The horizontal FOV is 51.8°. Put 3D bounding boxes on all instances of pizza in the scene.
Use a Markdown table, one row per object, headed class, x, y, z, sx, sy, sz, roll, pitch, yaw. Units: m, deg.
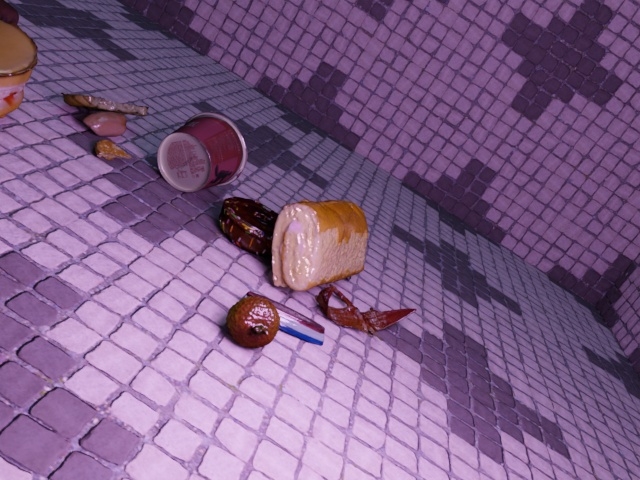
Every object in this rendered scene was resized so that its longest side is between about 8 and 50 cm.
| class | x | y | z | sx | sy | sz | roll | pitch | yaw |
| --- | --- | --- | --- | --- | --- | --- | --- | --- | --- |
| pizza | -0.582 | -0.244 | 1.850 | 0.109 | 0.026 | 0.123 | 21 | 22 | -19 |

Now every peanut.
| class | x | y | z | sx | sy | sz | roll | pitch | yaw |
| --- | --- | --- | --- | --- | --- | --- | --- | --- | --- |
| peanut | -0.633 | -0.344 | 1.943 | 0.076 | 0.076 | 0.152 | 40 | 26 | 19 |

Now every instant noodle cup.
| class | x | y | z | sx | sy | sz | roll | pitch | yaw |
| --- | --- | --- | --- | --- | --- | --- | --- | --- | --- |
| instant noodle cup | -0.359 | -0.252 | 1.952 | 0.235 | 0.234 | 0.178 | 35 | 28 | 6 |

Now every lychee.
| class | x | y | z | sx | sy | sz | roll | pitch | yaw |
| --- | --- | --- | --- | --- | --- | --- | --- | --- | --- |
| lychee | -0.145 | 0.174 | 1.408 | 0.114 | 0.114 | 0.146 | 23 | 2 | -27 |

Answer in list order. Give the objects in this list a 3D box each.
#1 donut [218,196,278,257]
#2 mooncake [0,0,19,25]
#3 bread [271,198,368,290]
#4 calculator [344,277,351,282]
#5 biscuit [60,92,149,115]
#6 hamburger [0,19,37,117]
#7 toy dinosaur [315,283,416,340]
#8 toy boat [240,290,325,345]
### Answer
| class | x | y | z | sx | sy | sz | roll | pitch | yaw |
| --- | --- | --- | --- | --- | --- | --- | --- | --- | --- |
| donut | -0.186 | -0.035 | 1.878 | 0.235 | 0.089 | 0.235 | 29 | 18 | -11 |
| mooncake | -1.025 | -0.626 | 1.860 | 0.334 | 0.174 | 0.326 | 15 | 29 | -50 |
| bread | 0.000 | 0.000 | 1.830 | 0.165 | 0.236 | 0.375 | 6 | 8 | 24 |
| calculator | -0.004 | 0.034 | 2.105 | 0.262 | 0.021 | 0.161 | 33 | 19 | 1 |
| biscuit | -0.673 | -0.414 | 2.009 | 0.187 | 0.036 | 0.274 | 10 | 7 | 27 |
| hamburger | -0.847 | -0.432 | 1.626 | 0.261 | 0.186 | 0.302 | 23 | 40 | -18 |
| toy dinosaur | 0.126 | 0.186 | 1.805 | 0.327 | 0.113 | 0.206 | 28 | 19 | -19 |
| toy boat | -0.084 | 0.186 | 1.576 | 0.229 | 0.045 | 0.080 | 27 | 17 | -11 |
